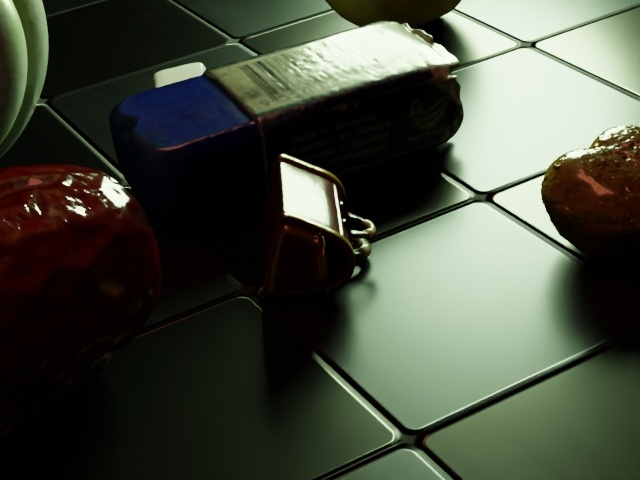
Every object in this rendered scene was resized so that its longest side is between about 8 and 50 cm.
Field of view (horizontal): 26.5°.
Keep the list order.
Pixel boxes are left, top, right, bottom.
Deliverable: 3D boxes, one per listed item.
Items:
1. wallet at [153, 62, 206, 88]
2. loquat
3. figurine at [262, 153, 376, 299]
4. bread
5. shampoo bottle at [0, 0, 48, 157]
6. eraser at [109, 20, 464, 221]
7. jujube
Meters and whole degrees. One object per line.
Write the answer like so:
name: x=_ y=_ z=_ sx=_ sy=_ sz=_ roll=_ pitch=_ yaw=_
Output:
wallet: x=-0.151 y=-0.159 z=1.500 sx=0.061 sy=0.025 sz=0.122 roll=-8 pitch=31 yaw=-6
loquat: x=0.088 y=-0.343 z=1.613 sx=0.213 sy=0.213 sz=0.213 roll=-5 pitch=31 yaw=3
figurine: x=0.000 y=0.000 z=1.177 sx=0.098 sy=0.082 sz=0.154 roll=10 pitch=29 yaw=-12
bread: x=0.349 y=-0.070 z=1.209 sx=0.344 sy=0.084 sz=0.124 roll=-20 pitch=56 yaw=-22
shampoo bottle: x=-0.434 y=-0.200 z=1.333 sx=0.322 sy=0.323 sz=0.317 roll=-14 pitch=25 yaw=-13
eraser: x=-0.029 y=-0.119 z=1.342 sx=0.332 sy=0.102 sz=0.155 roll=-20 pitch=35 yaw=-19
jujube: x=-0.275 y=0.051 z=1.010 sx=0.318 sy=0.223 sz=0.223 roll=-25 pitch=36 yaw=-35
